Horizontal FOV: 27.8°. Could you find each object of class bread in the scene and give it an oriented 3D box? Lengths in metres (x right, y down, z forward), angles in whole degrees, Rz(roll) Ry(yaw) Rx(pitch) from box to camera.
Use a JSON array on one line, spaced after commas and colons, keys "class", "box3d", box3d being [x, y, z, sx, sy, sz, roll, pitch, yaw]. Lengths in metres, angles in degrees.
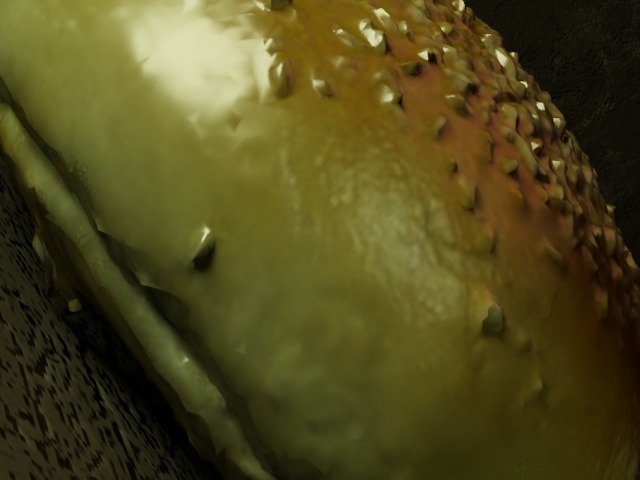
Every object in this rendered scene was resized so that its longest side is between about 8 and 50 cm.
[{"class": "bread", "box3d": [-0.017, -0.030, 0.443, 0.314, 0.171, 0.192, 50, -4, 38]}]
